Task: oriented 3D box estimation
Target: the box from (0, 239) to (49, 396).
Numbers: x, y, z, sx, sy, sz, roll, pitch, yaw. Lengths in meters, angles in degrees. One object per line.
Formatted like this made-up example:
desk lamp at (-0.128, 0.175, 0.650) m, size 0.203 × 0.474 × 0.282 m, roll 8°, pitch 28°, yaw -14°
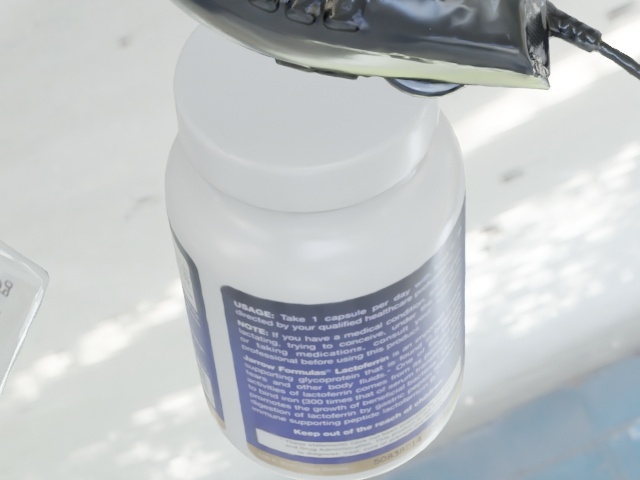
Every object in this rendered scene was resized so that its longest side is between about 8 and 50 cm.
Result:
box at (-0.201, 0.018, 0.448) m, size 0.182 × 0.119 × 0.181 m, roll -4°, pitch 146°, yaw 43°

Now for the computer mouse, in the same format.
computer mouse at (0.056, -0.027, 0.394) m, size 0.041 × 0.242 × 0.071 m, roll -63°, pitch 177°, yaw 0°

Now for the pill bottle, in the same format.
pill bottle at (0.000, 0.000, 0.953) m, size 0.153 × 0.153 × 0.265 m, roll -17°, pitch 144°, yaw -9°
